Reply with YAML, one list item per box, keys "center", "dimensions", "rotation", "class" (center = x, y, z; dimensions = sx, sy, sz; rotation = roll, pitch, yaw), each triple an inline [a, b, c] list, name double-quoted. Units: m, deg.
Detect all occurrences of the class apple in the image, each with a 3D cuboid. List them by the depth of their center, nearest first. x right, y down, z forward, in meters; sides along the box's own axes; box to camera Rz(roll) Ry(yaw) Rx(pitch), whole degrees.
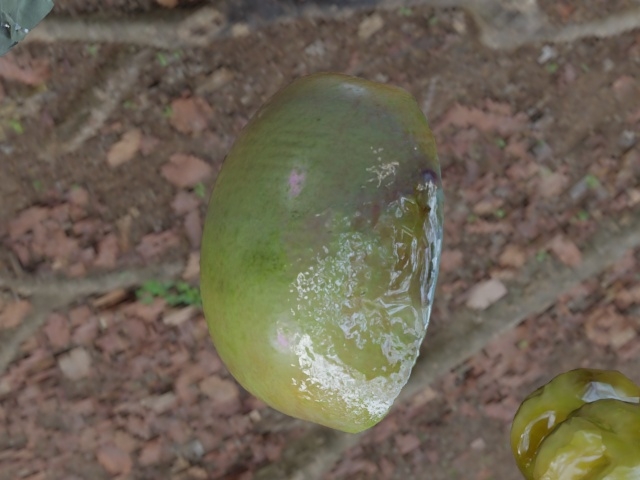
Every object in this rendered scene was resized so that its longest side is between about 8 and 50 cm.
- center: [0.000, 0.000, 1.042]
  dimensions: [0.120, 0.193, 0.264]
  rotation: [9, 87, -35]
  class: "apple"

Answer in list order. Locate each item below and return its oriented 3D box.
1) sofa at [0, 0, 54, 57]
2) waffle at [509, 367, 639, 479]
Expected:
- center: [-0.231, -0.161, 0.522]
  dimensions: [0.226, 0.176, 0.210]
  rotation: [-4, 154, 10]
  class: "sofa"
- center: [0.154, 0.196, 0.569]
  dimensions: [0.151, 0.261, 0.324]
  rotation: [-33, 150, 2]
  class: "waffle"
